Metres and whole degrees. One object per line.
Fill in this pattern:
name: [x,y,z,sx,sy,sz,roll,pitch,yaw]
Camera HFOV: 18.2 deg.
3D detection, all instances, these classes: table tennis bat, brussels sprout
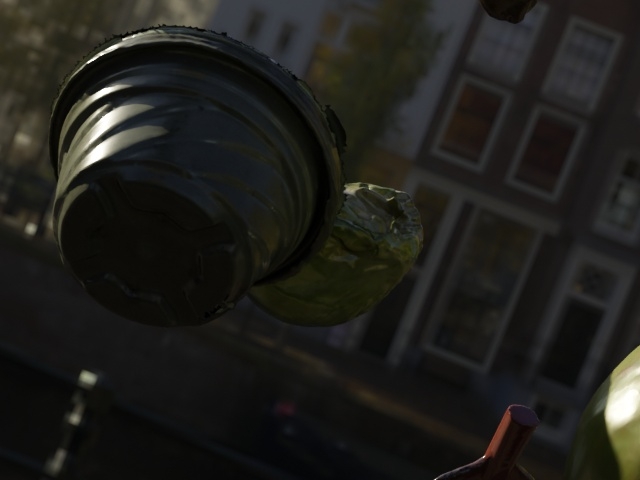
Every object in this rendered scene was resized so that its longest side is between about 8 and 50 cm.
table tennis bat: [0.192,0.327,2.474,0.200,0.310,0.038,5,37,-26]
brussels sprout: [-0.004,0.006,1.830,0.183,0.145,0.131,12,36,-24]

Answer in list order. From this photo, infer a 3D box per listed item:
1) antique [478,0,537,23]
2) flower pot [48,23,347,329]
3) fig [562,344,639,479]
antique: [0.200,-0.316,1.754,0.121,0.257,0.143,30,-4,-31]
flower pot: [-0.106,-0.027,1.452,0.235,0.235,0.140,22,40,0]
fig: [0.277,0.183,1.255,0.258,0.258,0.326,22,-31,15]
